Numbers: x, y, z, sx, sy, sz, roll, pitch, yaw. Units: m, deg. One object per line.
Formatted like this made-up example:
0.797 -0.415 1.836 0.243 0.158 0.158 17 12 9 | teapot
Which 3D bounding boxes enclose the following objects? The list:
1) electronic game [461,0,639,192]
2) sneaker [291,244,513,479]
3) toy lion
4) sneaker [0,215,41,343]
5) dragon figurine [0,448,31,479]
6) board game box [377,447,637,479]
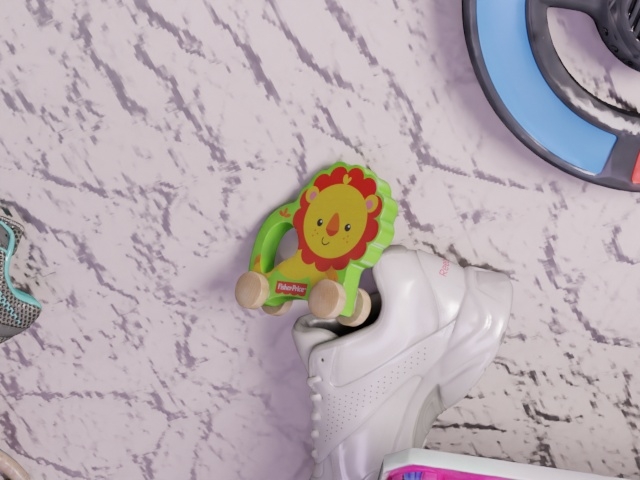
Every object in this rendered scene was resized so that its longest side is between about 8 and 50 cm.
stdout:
0.189 -0.129 0.538 0.229 0.048 0.229 2 119 4 | electronic game
0.025 0.097 0.667 0.115 0.090 0.232 27 109 -2 | sneaker
0.000 0.000 0.617 0.100 0.096 0.034 3 169 41 | toy lion
-0.229 -0.006 0.649 0.076 0.065 0.166 -21 107 -17 | sneaker
-0.312 0.109 0.641 0.289 0.144 0.085 5 84 -8 | dragon figurine
0.210 0.281 0.686 0.390 0.050 0.390 9 140 1 | board game box
